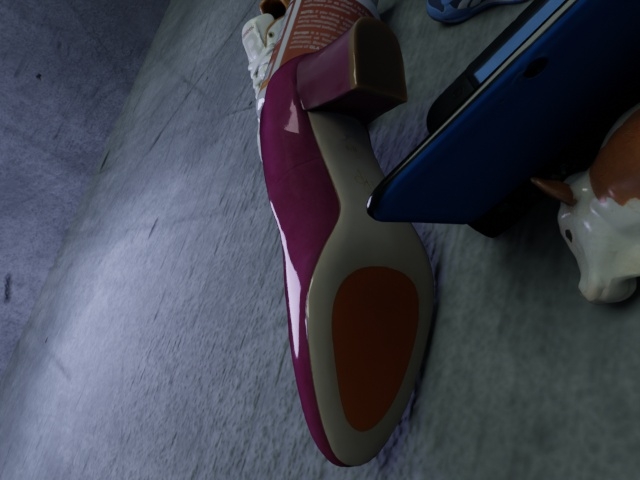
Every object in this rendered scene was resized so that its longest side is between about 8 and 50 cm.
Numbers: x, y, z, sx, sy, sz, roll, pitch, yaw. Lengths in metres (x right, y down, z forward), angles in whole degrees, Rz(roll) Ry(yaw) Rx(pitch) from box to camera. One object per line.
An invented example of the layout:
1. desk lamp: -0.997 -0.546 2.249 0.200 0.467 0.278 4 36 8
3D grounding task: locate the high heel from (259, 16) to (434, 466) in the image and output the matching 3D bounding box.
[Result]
1. high heel: 0.000 0.000 0.552 0.181 0.127 0.378 -21 57 53

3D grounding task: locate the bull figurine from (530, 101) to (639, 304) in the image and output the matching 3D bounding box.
1. bull figurine: 0.244 -0.059 0.272 0.310 0.101 0.188 -51 36 23

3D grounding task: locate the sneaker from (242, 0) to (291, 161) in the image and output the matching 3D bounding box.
1. sneaker: -0.071 -0.232 0.861 0.105 0.123 0.290 -28 46 41

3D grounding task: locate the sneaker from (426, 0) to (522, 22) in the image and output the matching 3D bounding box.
1. sneaker: 0.152 -0.262 0.610 0.144 0.059 0.053 4 72 58

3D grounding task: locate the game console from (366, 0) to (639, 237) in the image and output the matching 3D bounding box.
1. game console: 0.158 -0.152 0.403 0.293 0.173 0.250 -44 35 27

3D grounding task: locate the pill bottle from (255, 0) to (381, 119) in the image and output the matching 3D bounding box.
1. pill bottle: 0.007 -0.230 0.742 0.121 0.121 0.216 -13 56 52
